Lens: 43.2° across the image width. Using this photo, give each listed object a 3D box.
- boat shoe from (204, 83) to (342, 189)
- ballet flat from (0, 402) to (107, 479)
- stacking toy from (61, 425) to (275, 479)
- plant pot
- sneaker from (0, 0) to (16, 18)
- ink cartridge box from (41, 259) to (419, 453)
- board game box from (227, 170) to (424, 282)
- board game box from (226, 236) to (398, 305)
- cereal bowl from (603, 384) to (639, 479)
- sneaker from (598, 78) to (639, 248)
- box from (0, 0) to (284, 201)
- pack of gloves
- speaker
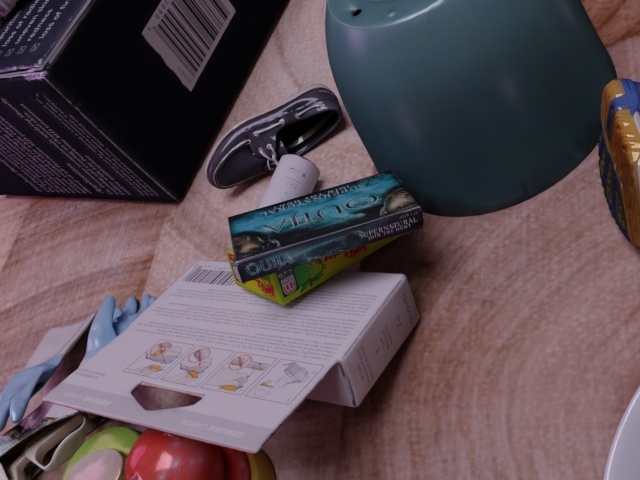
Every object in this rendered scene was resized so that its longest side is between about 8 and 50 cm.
[{"bbox_3d":[-0.062,-0.129,1.064,0.206,0.075,0.065,-34,40,1],"label":"boat shoe"},{"bbox_3d":[-0.345,0.255,0.962,0.221,0.077,0.079,-40,46,-4],"label":"ballet flat"},{"bbox_3d":[-0.226,0.300,0.796,0.279,0.130,0.309,7,61,38],"label":"stacking toy"},{"bbox_3d":[0.141,-0.212,0.868,0.293,0.235,0.293,-19,47,22],"label":"plant pot"},{"bbox_3d":[-0.433,-0.373,1.095,0.236,0.095,0.104,-31,37,5],"label":"sneaker"},{"bbox_3d":[-0.089,0.120,0.820,0.296,0.066,0.261,2,34,37],"label":"ink cartridge box"},{"bbox_3d":[0.001,-0.018,0.823,0.186,0.026,0.126,-17,23,-3],"label":"board game box"},{"bbox_3d":[0.000,0.000,0.872,0.181,0.043,0.092,-29,27,-28],"label":"board game box"},{"bbox_3d":[0.343,0.179,0.456,0.339,0.141,0.339,-31,37,27],"label":"cereal bowl"},{"bbox_3d":[0.335,-0.037,0.704,0.131,0.112,0.296,-12,50,5],"label":"sneaker"},{"bbox_3d":[-0.366,-0.335,1.284,0.471,0.297,0.480,5,60,36],"label":"box"},{"bbox_3d":[-0.312,0.134,0.991,0.195,0.046,0.232,-18,24,17],"label":"pack of gloves"},{"bbox_3d":[-0.050,-0.037,0.995,0.055,0.055,0.136,3,59,37],"label":"speaker"}]
